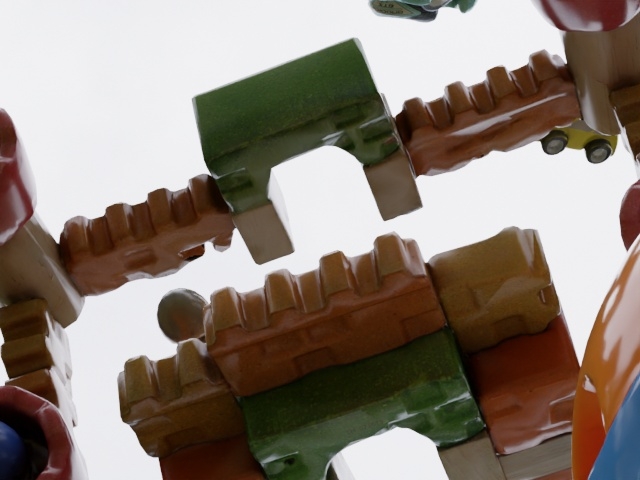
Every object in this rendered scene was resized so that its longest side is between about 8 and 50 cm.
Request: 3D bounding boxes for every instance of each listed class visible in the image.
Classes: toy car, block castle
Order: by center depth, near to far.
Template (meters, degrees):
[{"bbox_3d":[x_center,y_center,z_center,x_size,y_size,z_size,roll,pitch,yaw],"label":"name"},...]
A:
[{"bbox_3d":[0.000,0.000,1.019,0.453,0.303,0.213,-19,-40,5],"label":"block castle"},{"bbox_3d":[0.294,-0.080,1.604,0.225,0.239,0.053,45,-50,20],"label":"toy car"}]

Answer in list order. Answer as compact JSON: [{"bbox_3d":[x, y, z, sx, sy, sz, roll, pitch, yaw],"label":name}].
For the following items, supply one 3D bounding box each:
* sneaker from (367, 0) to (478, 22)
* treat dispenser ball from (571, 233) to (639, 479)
[{"bbox_3d":[0.067,-0.219,1.427,0.110,0.283,0.122,23,-77,28],"label":"sneaker"},{"bbox_3d":[0.234,0.080,0.701,0.288,0.288,0.288,1,-58,2],"label":"treat dispenser ball"}]
